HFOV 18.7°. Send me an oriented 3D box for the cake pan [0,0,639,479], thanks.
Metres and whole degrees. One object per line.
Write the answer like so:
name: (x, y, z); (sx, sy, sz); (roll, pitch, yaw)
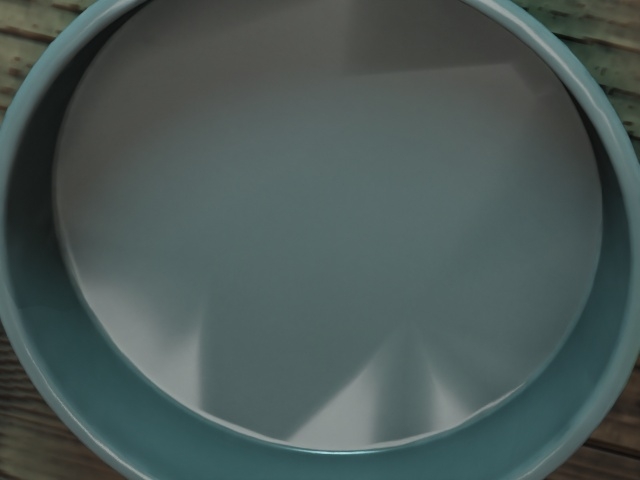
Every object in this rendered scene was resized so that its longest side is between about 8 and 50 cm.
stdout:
cake pan: (0.000, 0.000, 0.860); (0.293, 0.054, 0.293); (3, 117, 6)
